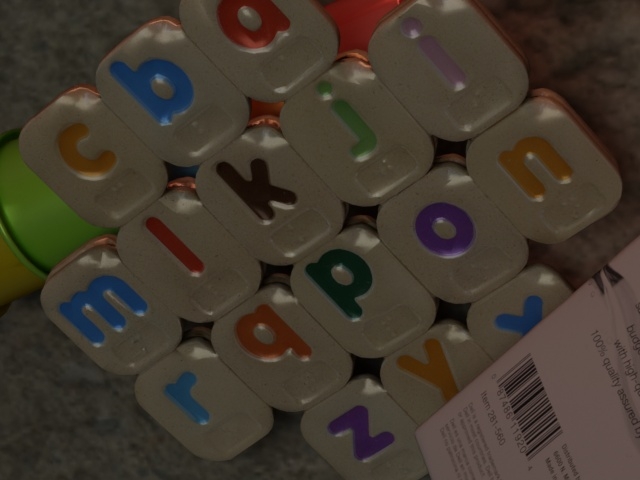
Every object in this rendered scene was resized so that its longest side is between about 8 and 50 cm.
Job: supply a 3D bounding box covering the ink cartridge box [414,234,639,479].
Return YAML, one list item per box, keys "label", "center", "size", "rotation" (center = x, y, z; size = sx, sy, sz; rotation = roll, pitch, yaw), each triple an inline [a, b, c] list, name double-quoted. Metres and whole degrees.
- label: "ink cartridge box"
  center: [0.164, 0.093, 0.785]
  size: [0.219, 0.092, 0.160]
  rotation: [-43, 44, 26]

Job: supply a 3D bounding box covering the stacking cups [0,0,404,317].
- label: "stacking cups"
  center: [-0.074, -0.045, 0.909]
  size: [0.316, 0.096, 0.096]
  rotation: [-21, 91, 27]

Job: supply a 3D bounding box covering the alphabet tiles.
- label: "alphabet tiles"
  center: [0.000, 0.000, 0.869]
  size: [0.284, 0.021, 0.278]
  rotation: [-35, 110, 27]
